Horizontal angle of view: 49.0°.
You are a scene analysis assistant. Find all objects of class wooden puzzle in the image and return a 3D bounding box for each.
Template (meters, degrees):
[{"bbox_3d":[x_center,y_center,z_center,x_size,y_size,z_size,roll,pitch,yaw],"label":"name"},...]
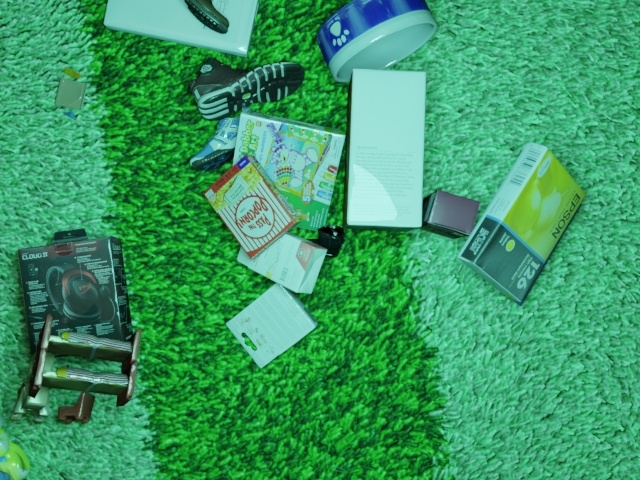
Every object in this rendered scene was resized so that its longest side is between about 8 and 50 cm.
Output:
[{"bbox_3d":[-0.612,-0.360,1.726,0.078,0.014,0.116,19,88,4],"label":"wooden puzzle"}]

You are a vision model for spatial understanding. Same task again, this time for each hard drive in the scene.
[{"bbox_3d":[-0.329,-0.600,1.723,0.353,0.047,0.233,12,88,-1],"label":"hard drive"}]

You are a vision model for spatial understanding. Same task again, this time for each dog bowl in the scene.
[{"bbox_3d":[0.128,-0.474,1.618,0.265,0.265,0.104,-25,86,-2],"label":"dog bowl"}]

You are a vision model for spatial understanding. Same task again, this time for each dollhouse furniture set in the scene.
[{"bbox_3d":[-0.553,0.304,1.575,0.201,0.374,0.152,14,61,-25],"label":"dollhouse furniture set"}]

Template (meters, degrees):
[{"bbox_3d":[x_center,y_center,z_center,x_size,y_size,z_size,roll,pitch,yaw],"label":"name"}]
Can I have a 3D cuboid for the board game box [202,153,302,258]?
[{"bbox_3d":[-0.157,-0.078,1.614,0.147,0.045,0.193,-39,85,22],"label":"board game box"}]

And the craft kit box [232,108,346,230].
[{"bbox_3d":[-0.084,-0.163,1.659,0.247,0.061,0.250,12,113,1],"label":"craft kit box"}]

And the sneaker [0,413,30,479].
[{"bbox_3d":[-0.799,0.484,1.656,0.126,0.091,0.240,-32,90,-1],"label":"sneaker"}]

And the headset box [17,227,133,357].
[{"bbox_3d":[-0.575,0.119,1.661,0.218,0.110,0.293,-9,89,-2],"label":"headset box"}]

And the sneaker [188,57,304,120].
[{"bbox_3d":[-0.190,-0.402,1.695,0.281,0.106,0.162,-23,56,-22],"label":"sneaker"}]

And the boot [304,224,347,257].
[{"bbox_3d":[0.000,0.000,1.679,0.121,0.099,0.045,6,59,-4],"label":"boot"}]

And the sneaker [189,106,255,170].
[{"bbox_3d":[-0.230,-0.243,1.703,0.211,0.080,0.081,-35,83,-12],"label":"sneaker"}]

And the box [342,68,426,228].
[{"bbox_3d":[0.144,-0.199,1.633,0.168,0.215,0.345,3,88,-1],"label":"box"}]

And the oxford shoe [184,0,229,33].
[{"bbox_3d":[-0.285,-0.587,1.660,0.096,0.083,0.227,-42,91,-7],"label":"oxford shoe"}]

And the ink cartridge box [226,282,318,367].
[{"bbox_3d":[-0.117,0.203,1.712,0.179,0.045,0.145,-39,90,16],"label":"ink cartridge box"}]

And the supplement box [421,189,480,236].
[{"bbox_3d":[0.294,-0.058,1.644,0.104,0.188,0.081,17,87,0],"label":"supplement box"}]

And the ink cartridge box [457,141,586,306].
[{"bbox_3d":[0.488,-0.019,1.619,0.307,0.072,0.303,33,87,-38],"label":"ink cartridge box"}]

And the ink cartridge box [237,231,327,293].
[{"bbox_3d":[-0.094,0.035,1.663,0.198,0.067,0.115,25,98,31],"label":"ink cartridge box"}]
